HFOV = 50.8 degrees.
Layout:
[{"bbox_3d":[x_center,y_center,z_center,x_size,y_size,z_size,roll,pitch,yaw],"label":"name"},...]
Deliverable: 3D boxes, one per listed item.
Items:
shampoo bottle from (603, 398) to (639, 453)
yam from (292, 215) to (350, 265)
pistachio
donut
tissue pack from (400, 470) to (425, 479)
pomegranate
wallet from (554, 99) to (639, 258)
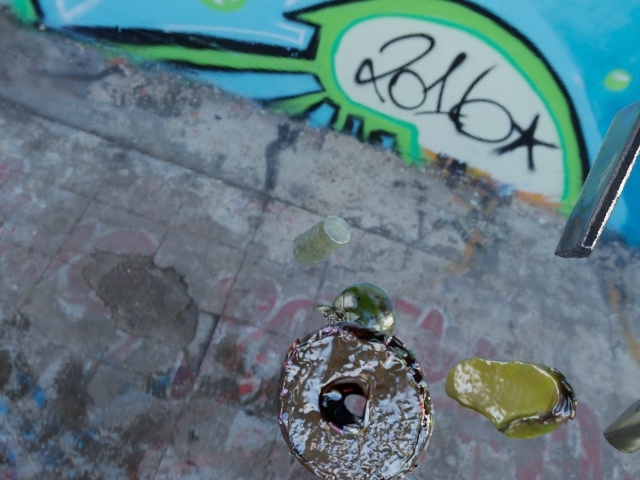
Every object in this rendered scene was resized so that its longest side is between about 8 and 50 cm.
[{"bbox_3d":[0.603,0.292,1.165,0.126,0.350,0.084,-30,65,-21],"label":"shampoo bottle"},{"bbox_3d":[0.000,0.000,1.469,0.078,0.179,0.078,9,69,-23],"label":"yam"},{"bbox_3d":[0.227,0.185,0.792,0.049,0.173,0.089,11,81,-39],"label":"pistachio"},{"bbox_3d":[0.053,0.256,1.065,0.270,0.269,0.103,42,14,16],"label":"donut"},{"bbox_3d":[0.207,0.558,1.372,0.123,0.215,0.256,-45,118,-12],"label":"tissue pack"},{"bbox_3d":[0.083,0.159,1.407,0.148,0.148,0.169,40,16,14],"label":"pomegranate"},{"bbox_3d":[0.534,-0.114,1.251,0.044,0.170,0.321,26,87,4],"label":"wallet"}]
